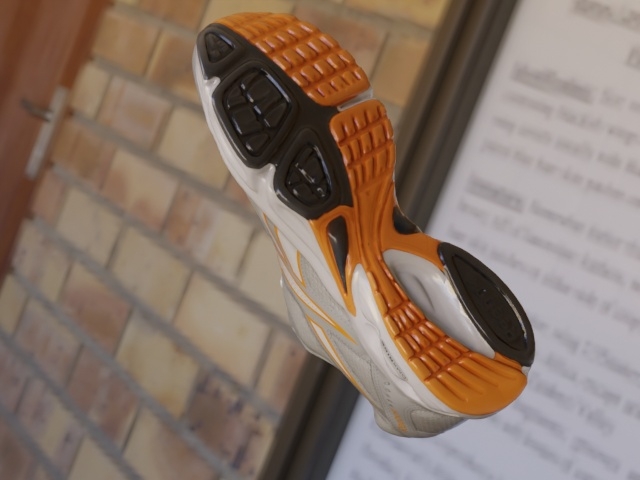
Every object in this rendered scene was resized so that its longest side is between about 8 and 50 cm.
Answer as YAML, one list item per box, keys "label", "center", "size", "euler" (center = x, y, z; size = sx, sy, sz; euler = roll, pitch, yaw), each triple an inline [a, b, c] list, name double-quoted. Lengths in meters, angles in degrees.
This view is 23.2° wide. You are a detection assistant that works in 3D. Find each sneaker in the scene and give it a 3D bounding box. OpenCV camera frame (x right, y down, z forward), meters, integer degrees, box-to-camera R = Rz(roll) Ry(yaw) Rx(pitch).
- label: "sneaker"
  center: [0.000, 0.000, 0.851]
  size: [0.099, 0.121, 0.262]
  euler: [-25, 76, -31]
